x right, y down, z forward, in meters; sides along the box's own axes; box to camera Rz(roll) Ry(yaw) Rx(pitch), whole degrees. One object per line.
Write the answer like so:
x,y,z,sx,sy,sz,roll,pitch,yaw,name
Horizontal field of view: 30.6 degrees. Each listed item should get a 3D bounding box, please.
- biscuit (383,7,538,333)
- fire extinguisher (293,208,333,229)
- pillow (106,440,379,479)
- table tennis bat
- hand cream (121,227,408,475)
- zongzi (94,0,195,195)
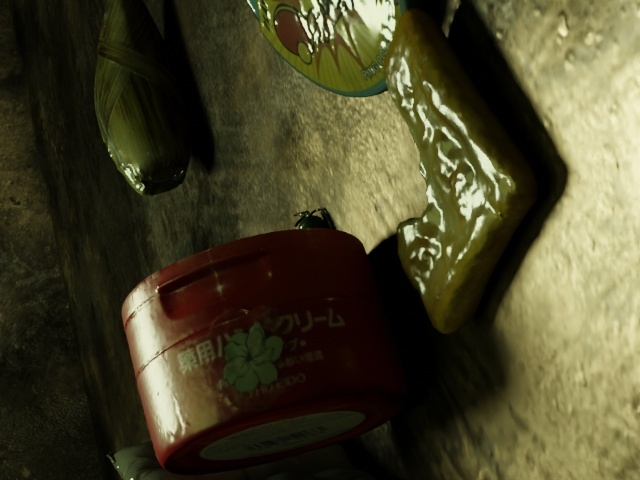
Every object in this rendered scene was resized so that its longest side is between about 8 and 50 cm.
0.082,-0.043,0.826,0.174,0.039,0.183,60,151,33,biscuit
0.000,0.000,1.097,0.038,0.025,0.083,-39,56,24,fire extinguisher
-0.042,0.252,1.051,0.326,0.228,0.101,-160,67,-65,pillow
-0.030,-0.234,0.933,0.329,0.044,0.215,38,147,40,table tennis bat
-0.046,0.100,0.985,0.230,0.230,0.149,126,131,-63,hand cream
-0.219,-0.198,1.456,0.221,0.112,0.242,-125,33,-51,zongzi
